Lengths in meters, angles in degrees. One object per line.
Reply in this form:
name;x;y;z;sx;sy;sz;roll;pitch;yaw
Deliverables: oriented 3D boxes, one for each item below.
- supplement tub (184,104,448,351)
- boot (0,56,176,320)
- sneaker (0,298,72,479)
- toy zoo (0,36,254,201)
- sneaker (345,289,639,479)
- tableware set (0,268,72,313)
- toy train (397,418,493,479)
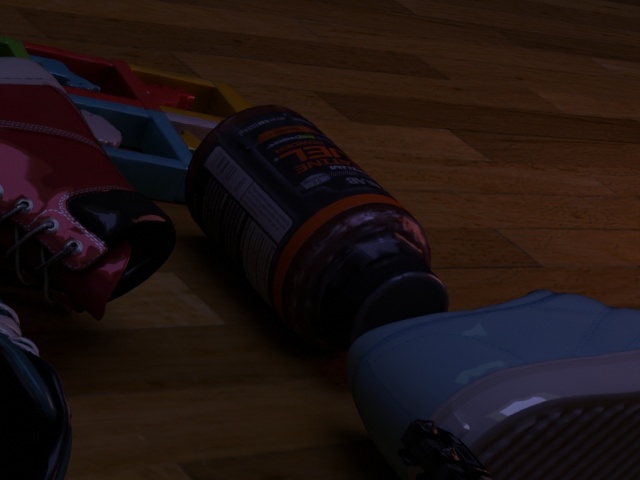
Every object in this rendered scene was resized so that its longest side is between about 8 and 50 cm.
supplement tub;0.000;0.000;1.040;0.106;0.106;0.198;4;28;-38
boot;-0.199;-0.018;0.854;0.244;0.088;0.176;-10;47;-42
sneaker;-0.153;0.072;0.699;0.108;0.121;0.302;15;22;-18
toy zoo;-0.131;-0.084;1.216;0.293;0.030;0.192;9;25;-31
sneaker;0.174;0.079;0.980;0.366;0.135;0.150;4;31;-40
tableware set;-0.233;-0.007;0.929;0.194;0.039;0.128;8;37;-19
toy train;0.083;0.134;0.763;0.036;0.027;0.158;21;17;-33
